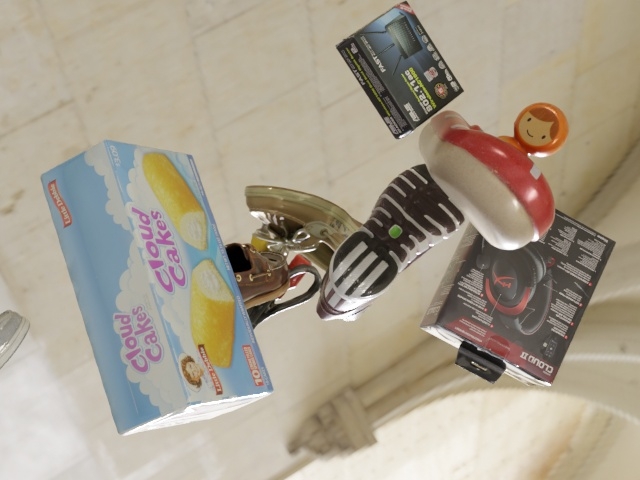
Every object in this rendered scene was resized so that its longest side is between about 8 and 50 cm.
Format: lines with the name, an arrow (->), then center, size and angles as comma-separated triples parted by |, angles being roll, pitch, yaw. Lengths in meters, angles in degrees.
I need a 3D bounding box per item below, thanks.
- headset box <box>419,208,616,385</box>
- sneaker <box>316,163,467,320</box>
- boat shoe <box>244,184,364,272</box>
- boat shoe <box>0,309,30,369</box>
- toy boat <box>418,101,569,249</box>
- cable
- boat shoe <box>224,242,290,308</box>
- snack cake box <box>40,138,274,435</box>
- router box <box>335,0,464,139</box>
headset box -> 0.312, 0.085, 1.964 | 0.218, 0.293, 0.110 | 27, -12, -6
sneaker -> 0.082, 0.011, 1.615 | 0.106, 0.281, 0.162 | 47, -37, 7
boat shoe -> 0.000, 0.000, 1.724 | 0.285, 0.089, 0.104 | 27, -14, -38
boat shoe -> -0.594, 0.201, 1.860 | 0.103, 0.320, 0.118 | 58, -7, -18
toy boat -> 0.205, -0.091, 1.323 | 0.151, 0.151, 0.231 | 47, 10, -13
cable -> -0.101, 0.107, 2.012 | 0.139, 0.287, 0.072 | 30, 10, -7
boat shoe -> -0.091, 0.038, 1.351 | 0.073, 0.207, 0.073 | 4, -74, 21
snack cake box -> -0.157, 0.044, 1.174 | 0.152, 0.089, 0.264 | 5, 63, -64
router box -> 0.086, -0.184, 1.301 | 0.122, 0.092, 0.038 | 56, -33, -7
